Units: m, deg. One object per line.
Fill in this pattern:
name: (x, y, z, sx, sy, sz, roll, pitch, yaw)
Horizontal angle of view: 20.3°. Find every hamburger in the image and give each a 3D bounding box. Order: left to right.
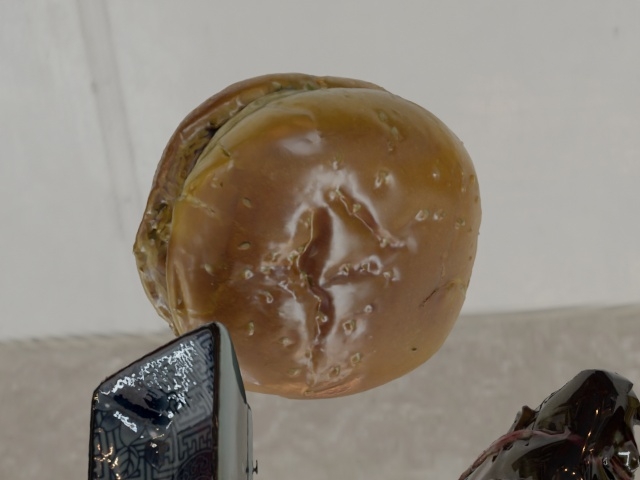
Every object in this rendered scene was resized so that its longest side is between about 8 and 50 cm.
hamburger: (0.000, 0.000, 1.604, 0.314, 0.170, 0.290, 1, 111, -24)

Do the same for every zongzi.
zongzi: (0.024, 0.069, 0.297, 0.073, 0.083, 0.067, 12, 132, -21)

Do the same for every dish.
dish: (-0.101, 0.203, 1.357, 0.080, 0.243, 0.182, 19, 148, -34)
